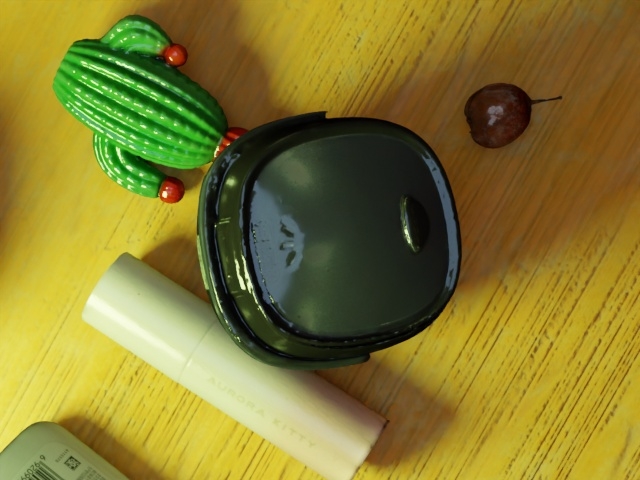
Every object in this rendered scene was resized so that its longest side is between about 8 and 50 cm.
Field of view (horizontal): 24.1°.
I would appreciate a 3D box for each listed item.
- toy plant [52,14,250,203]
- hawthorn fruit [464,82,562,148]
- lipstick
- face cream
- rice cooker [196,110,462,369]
[{"bbox_3d":[-0.171,-0.120,1.569,0.155,0.088,0.240,-37,100,13],"label":"toy plant"},{"bbox_3d":[0.199,-0.135,1.539,0.103,0.067,0.066,-20,87,3],"label":"hawthorn fruit"},{"bbox_3d":[-0.088,0.134,1.553,0.327,0.087,0.087,32,93,5],"label":"lipstick"},{"bbox_3d":[-0.207,0.336,1.545,0.337,0.080,0.163,37,56,5],"label":"face cream"},{"bbox_3d":[0.000,0.000,1.462,0.267,0.224,0.267,0,88,-14],"label":"rice cooker"}]
